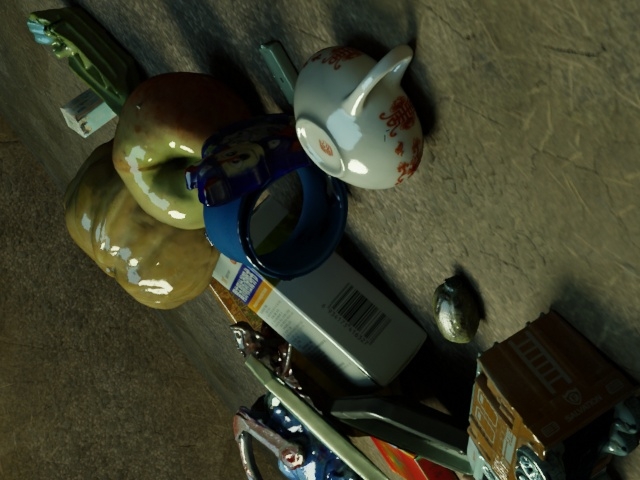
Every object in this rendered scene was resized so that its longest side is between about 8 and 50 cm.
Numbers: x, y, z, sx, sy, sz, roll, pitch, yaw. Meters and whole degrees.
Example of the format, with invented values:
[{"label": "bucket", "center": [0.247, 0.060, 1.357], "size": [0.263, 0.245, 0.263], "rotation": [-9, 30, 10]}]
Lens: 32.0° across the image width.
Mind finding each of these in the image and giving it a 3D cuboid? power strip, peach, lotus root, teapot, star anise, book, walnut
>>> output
[{"label": "power strip", "center": [-0.043, -0.200, 1.339], "size": [0.090, 0.016, 0.040], "rotation": [59, 163, -19]}, {"label": "peach", "center": [-0.182, -0.130, 1.547], "size": [0.232, 0.232, 0.232], "rotation": [47, 163, 19]}, {"label": "lotus root", "center": [0.159, 0.082, 1.322], "size": [0.054, 0.049, 0.099], "rotation": [39, 153, 44]}, {"label": "teapot", "center": [0.041, -0.128, 1.139], "size": [0.159, 0.116, 0.245], "rotation": [62, 158, 5]}, {"label": "star anise", "center": [-0.053, 0.233, 2.094], "size": [0.282, 0.129, 0.212], "rotation": [49, 172, -20]}, {"label": "book", "center": [-0.007, 0.288, 1.757], "size": [0.264, 0.031, 0.379], "rotation": [43, 173, -6]}, {"label": "walnut", "center": [-0.272, -0.050, 1.828], "size": [0.296, 0.285, 0.285], "rotation": [31, 156, 26]}]

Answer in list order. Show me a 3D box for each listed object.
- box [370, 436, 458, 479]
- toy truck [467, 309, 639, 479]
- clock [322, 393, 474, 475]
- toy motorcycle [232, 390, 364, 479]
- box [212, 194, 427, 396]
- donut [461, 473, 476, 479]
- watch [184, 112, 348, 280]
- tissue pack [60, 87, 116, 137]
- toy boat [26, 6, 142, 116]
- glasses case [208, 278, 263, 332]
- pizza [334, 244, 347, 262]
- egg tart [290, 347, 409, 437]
[{"label": "box", "center": [0.159, 0.373, 1.923], "size": [0.112, 0.048, 0.175], "rotation": [58, 162, -23]}, {"label": "toy truck", "center": [0.241, 0.215, 1.234], "size": [0.162, 0.136, 0.305], "rotation": [51, 163, 29]}, {"label": "clock", "center": [0.157, 0.271, 1.546], "size": [0.273, 0.049, 0.279], "rotation": [24, 166, -10]}, {"label": "toy motorcycle", "center": [-0.042, 0.465, 2.415], "size": [0.319, 0.182, 0.241], "rotation": [49, 136, 12]}, {"label": "box", "center": [-0.008, 0.091, 1.615], "size": [0.299, 0.106, 0.200], "rotation": [42, 163, 2]}, {"label": "donut", "center": [0.285, 0.422, 1.554], "size": [0.199, 0.085, 0.233], "rotation": [25, 161, 34]}, {"label": "watch", "center": [-0.066, -0.048, 1.413], "size": [0.171, 0.196, 0.200], "rotation": [35, 146, 58]}, {"label": "tissue pack", "center": [-0.450, -0.256, 2.187], "size": [0.074, 0.094, 0.058], "rotation": [35, 155, 39]}, {"label": "toy boat", "center": [-0.399, -0.322, 1.945], "size": [0.276, 0.084, 0.111], "rotation": [40, 157, 27]}, {"label": "glasses case", "center": [-0.160, 0.121, 2.218], "size": [0.218, 0.075, 0.049], "rotation": [57, 165, -15]}, {"label": "pizza", "center": [0.000, 0.000, 1.602], "size": [0.123, 0.026, 0.108], "rotation": [37, 167, 24]}, {"label": "egg tart", "center": [0.044, 0.232, 1.842], "size": [0.288, 0.118, 0.288], "rotation": [43, 162, 17]}]
